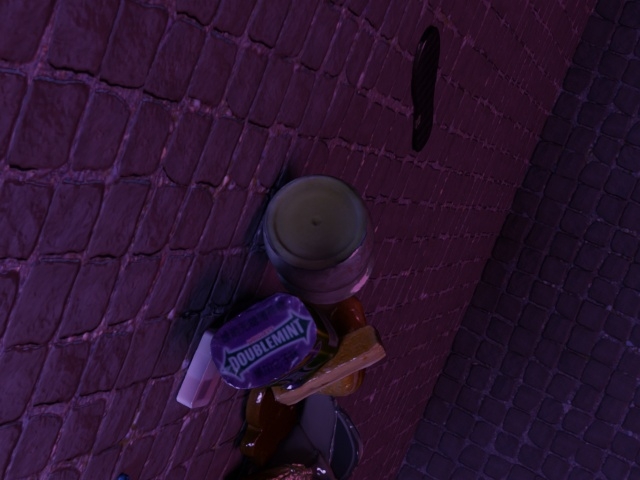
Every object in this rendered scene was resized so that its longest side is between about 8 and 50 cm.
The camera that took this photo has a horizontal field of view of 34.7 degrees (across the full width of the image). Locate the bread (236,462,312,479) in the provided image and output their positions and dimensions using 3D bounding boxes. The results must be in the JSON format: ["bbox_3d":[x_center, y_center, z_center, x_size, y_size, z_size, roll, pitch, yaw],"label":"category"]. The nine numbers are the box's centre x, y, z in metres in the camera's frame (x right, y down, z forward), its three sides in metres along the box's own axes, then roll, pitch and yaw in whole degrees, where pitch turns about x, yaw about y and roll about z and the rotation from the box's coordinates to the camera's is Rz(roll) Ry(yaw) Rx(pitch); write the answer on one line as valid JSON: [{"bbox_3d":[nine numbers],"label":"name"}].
[{"bbox_3d":[-0.104,0.419,1.738,0.154,0.054,0.136,-8,162,-29],"label":"bread"}]

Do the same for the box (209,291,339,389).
[{"bbox_3d":[-0.050,0.143,1.378,0.134,0.097,0.345,-33,171,0],"label":"box"}]

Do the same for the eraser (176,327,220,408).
[{"bbox_3d":[-0.151,0.168,1.356,0.105,0.026,0.065,-67,162,1],"label":"eraser"}]

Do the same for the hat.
[{"bbox_3d":[-0.014,0.375,1.834,0.232,0.161,0.275,-159,-109,-77],"label":"hat"}]

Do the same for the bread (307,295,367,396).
[{"bbox_3d":[0.023,0.169,1.689,0.236,0.106,0.140,77,18,-61],"label":"bread"}]

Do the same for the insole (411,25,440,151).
[{"bbox_3d":[0.186,-0.264,1.814,0.110,0.012,0.309,-58,161,-29],"label":"insole"}]

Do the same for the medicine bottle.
[{"bbox_3d":[0.000,0.000,1.377,0.147,0.147,0.143,-61,166,-16],"label":"medicine bottle"}]

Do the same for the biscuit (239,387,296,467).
[{"bbox_3d":[-0.079,0.270,1.684,0.180,0.039,0.236,-49,155,-40],"label":"biscuit"}]

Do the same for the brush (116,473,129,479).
[{"bbox_3d":[-0.257,0.358,1.311,0.051,0.014,0.164,-45,153,-53],"label":"brush"}]

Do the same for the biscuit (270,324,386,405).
[{"bbox_3d":[0.012,0.193,1.564,0.188,0.052,0.056,-28,143,10],"label":"biscuit"}]
